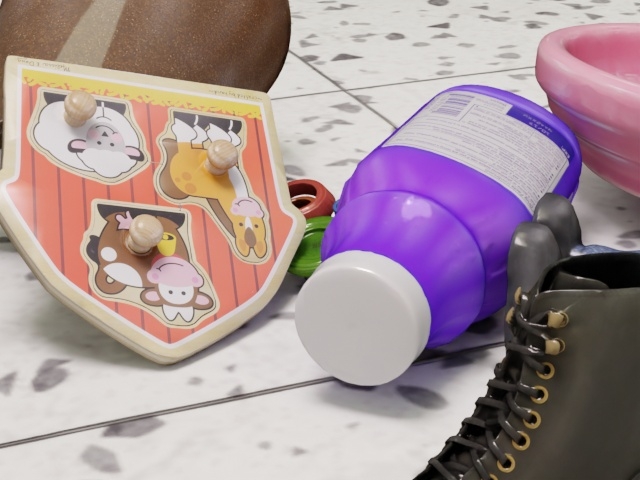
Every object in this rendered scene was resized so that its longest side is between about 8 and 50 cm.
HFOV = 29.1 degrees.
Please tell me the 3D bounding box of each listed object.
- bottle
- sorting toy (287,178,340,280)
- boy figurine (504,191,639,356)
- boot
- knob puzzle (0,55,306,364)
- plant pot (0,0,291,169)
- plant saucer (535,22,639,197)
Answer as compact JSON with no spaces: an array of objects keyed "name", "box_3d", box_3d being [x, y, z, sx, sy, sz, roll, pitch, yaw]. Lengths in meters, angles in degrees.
[{"name":"bottle","box_3d":[0.071,-0.009,0.721,0.118,0.092,0.283,25,30,12]},{"name":"sorting toy","box_3d":[0.000,0.000,0.790,0.061,0.042,0.102,-19,37,-2]},{"name":"boy figurine","box_3d":[0.235,0.043,0.608,0.285,0.092,0.177,7,22,26]},{"name":"boot","box_3d":[0.060,0.076,0.476,0.197,0.137,0.077,-15,27,-28]},{"name":"knob puzzle","box_3d":[-0.093,-0.022,0.709,0.213,0.030,0.213,15,54,-21]},{"name":"plant pot","box_3d":[-0.149,-0.106,0.861,0.215,0.215,0.230,4,39,11]},{"name":"plant saucer","box_3d":[0.310,-0.079,0.856,0.332,0.084,0.332,6,20,-2]}]
